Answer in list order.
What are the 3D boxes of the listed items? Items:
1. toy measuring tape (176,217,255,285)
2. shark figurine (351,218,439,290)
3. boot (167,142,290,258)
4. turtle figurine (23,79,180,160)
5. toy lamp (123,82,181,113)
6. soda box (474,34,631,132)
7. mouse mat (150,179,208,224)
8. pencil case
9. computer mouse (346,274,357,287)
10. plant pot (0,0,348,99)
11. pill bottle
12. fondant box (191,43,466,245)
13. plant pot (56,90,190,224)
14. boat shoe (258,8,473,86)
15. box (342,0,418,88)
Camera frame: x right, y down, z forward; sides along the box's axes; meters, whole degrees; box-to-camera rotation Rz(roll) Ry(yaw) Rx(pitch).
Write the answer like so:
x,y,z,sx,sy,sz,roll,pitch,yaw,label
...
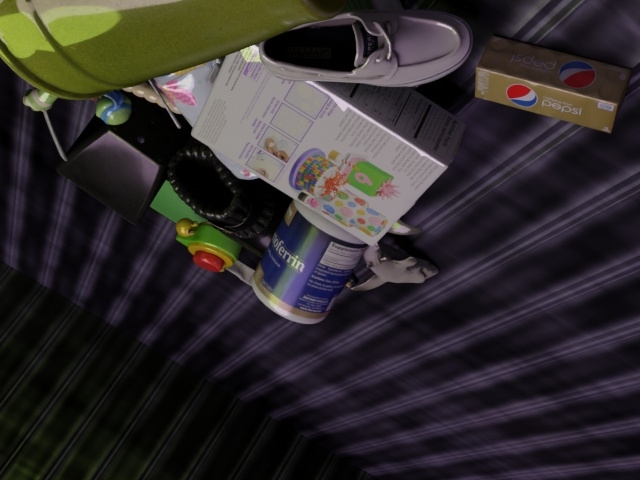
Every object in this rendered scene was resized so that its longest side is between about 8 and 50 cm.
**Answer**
x,y,z,sx,sy,sz,roll,pitch,yaw,label
-0.192,0.038,2.015,0.121,0.121,0.330,1,153,44,toy measuring tape
0.112,-0.001,1.641,0.166,0.116,0.278,-15,151,9,shark figurine
-0.106,-0.044,1.674,0.347,0.131,0.260,21,167,17,boot
-0.380,-0.282,1.419,0.274,0.197,0.266,43,-155,-85,turtle figurine
-0.315,-0.269,1.595,0.274,0.080,0.080,22,154,9,toy lamp
0.289,-0.198,1.127,0.181,0.061,0.058,20,153,18,soda box
-0.314,-0.072,2.040,0.152,0.007,0.189,33,153,-9,mouse mat
-0.162,-0.224,1.482,0.124,0.114,0.273,-10,137,27,pencil case
-0.023,0.041,1.912,0.242,0.041,0.071,33,154,-10,computer mouse
-0.154,-0.352,1.012,0.352,0.367,0.366,1,145,25,plant pot
0.000,0.000,1.549,0.153,0.153,0.265,29,112,0,pill bottle
0.003,-0.159,1.280,0.330,0.096,0.238,32,144,-5,fondant box
-0.355,-0.180,1.698,0.188,0.187,0.167,36,141,-14,plant pot
0.055,-0.241,1.098,0.267,0.096,0.088,2,-174,4,boat shoe
-0.031,-0.312,1.252,0.322,0.058,0.232,10,149,37,box
